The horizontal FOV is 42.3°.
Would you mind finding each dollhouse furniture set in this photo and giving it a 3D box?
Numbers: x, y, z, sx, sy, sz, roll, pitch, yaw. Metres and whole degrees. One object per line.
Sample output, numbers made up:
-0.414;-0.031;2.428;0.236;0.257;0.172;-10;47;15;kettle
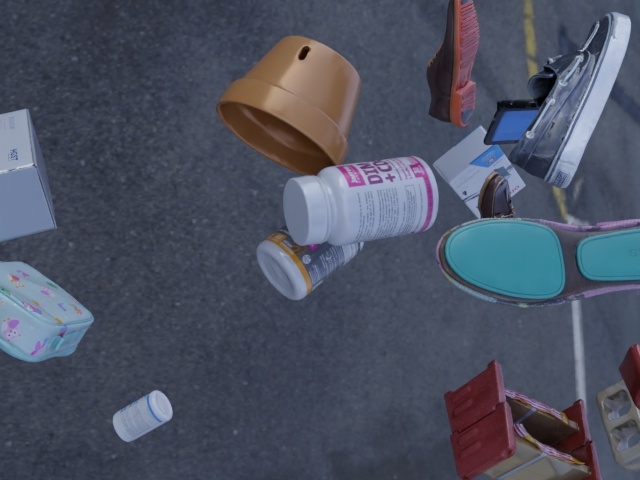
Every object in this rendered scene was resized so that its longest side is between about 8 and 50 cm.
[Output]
0.380;0.229;1.169;0.201;0.374;0.152;28;39;-26;dollhouse furniture set

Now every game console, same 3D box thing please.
0.325;-0.177;1.244;0.122;0.107;0.071;-7;103;-25;game console

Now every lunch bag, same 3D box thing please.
-0.577;0.143;1.619;0.108;0.224;0.279;-53;175;3;lunch bag

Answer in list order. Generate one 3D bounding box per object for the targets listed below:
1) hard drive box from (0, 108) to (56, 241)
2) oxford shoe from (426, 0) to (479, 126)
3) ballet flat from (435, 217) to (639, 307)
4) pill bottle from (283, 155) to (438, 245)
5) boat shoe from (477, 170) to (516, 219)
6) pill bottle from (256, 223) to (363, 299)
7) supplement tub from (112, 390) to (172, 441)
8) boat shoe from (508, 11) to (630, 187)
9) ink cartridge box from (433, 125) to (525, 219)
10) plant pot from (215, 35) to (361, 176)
-0.444;-0.062;0.973;0.232;0.181;0.089;-15;123;-13;hard drive box
0.256;-0.364;1.665;0.097;0.098;0.271;-33;130;-47;oxford shoe
0.202;0.019;0.706;0.079;0.221;0.077;118;-31;-79;ballet flat
0.079;-0.076;1.660;0.283;0.160;0.160;-10;94;-23;pill bottle
0.361;-0.051;1.666;0.073;0.073;0.207;-40;146;-20;boat shoe
0.000;0.000;1.922;0.278;0.162;0.162;-38;119;-24;pill bottle
-0.370;0.366;1.723;0.071;0.107;0.071;57;11;-17;supplement tub
0.338;-0.209;1.133;0.108;0.102;0.301;96;20;-66;boat shoe
0.366;-0.151;1.895;0.190;0.139;0.082;40;15;-46;ink cartridge box
-0.047;-0.291;1.744;0.291;0.290;0.203;41;72;-45;plant pot
